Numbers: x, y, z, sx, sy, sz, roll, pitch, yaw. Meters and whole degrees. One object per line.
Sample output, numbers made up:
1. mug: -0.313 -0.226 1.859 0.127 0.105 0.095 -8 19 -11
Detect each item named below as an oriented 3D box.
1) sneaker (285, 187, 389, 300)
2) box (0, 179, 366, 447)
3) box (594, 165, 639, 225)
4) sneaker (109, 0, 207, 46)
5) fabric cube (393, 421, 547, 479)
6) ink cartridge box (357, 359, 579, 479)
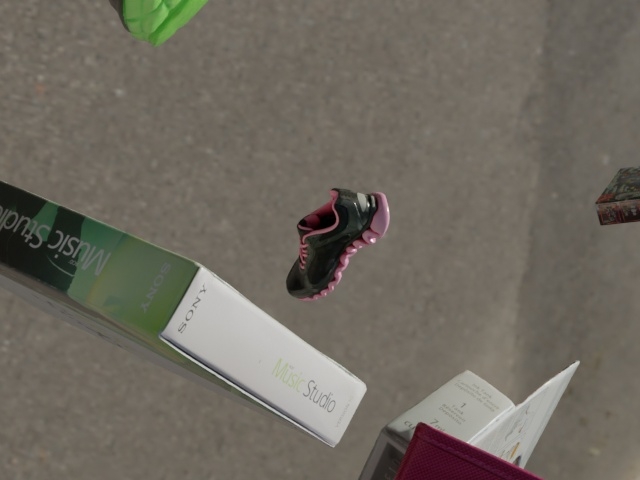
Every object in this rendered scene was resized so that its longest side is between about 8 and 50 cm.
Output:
1. sneaker: 0.000 0.000 1.124 0.057 0.047 0.119 15 132 -32
2. box: -0.150 0.035 1.035 0.232 0.322 0.058 41 72 -52
3. box: 0.353 -0.052 1.471 0.094 0.137 0.027 -45 122 -52
4. sneaker: -0.166 -0.297 1.281 0.185 0.202 0.483 -52 -165 2
5. fabric cube: 0.121 0.275 0.837 0.258 0.259 0.254 -64 169 -4
6. ink cartridge box: 0.091 0.225 1.234 0.239 0.060 0.275 -27 145 -51
